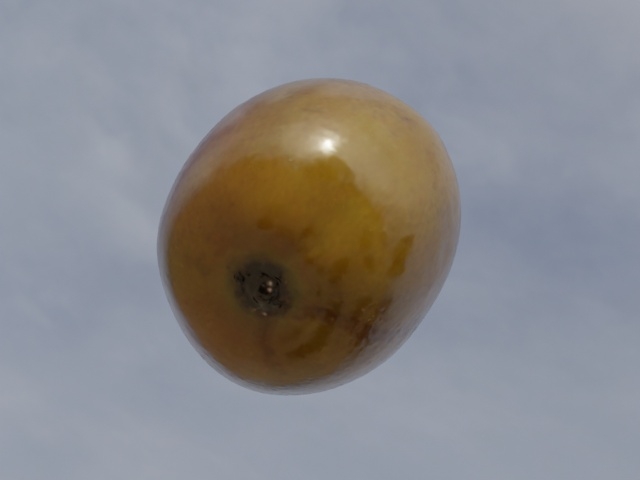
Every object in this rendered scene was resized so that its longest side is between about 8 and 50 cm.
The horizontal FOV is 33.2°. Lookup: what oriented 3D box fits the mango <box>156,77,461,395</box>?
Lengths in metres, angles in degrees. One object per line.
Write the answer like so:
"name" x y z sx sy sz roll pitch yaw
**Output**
"mango" 0.000 0.000 0.899 0.221 0.378 0.263 33 -84 10
